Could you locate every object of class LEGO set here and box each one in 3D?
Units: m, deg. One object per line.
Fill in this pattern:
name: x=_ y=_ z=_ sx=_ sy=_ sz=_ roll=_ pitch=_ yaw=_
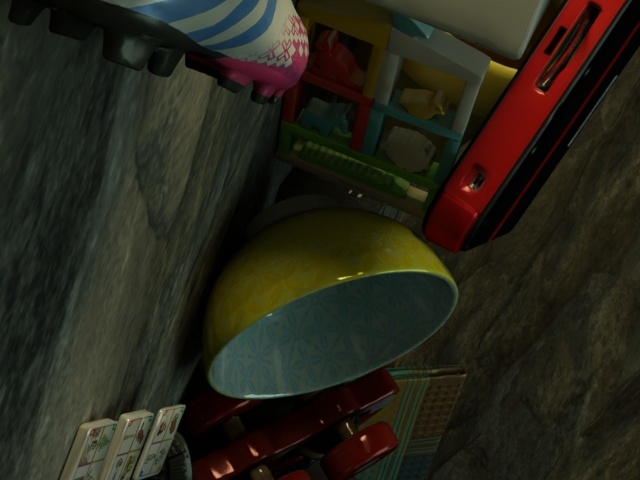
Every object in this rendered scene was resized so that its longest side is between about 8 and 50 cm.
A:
LEGO set: x=-0.226 y=0.264 z=1.157 sx=0.182 sy=0.060 sz=0.244 roll=1 pitch=111 yaw=-69

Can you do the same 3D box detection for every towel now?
towel: x=0.005 y=0.279 z=1.740 sx=0.040 sy=0.370 sz=0.271 roll=-115 pitch=-149 yaw=-44

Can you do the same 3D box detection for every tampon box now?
tampon box: x=0.000 y=0.000 z=1.550 sx=0.101 sy=0.120 sz=0.161 roll=-54 pitch=166 yaw=-57

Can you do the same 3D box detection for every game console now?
game console: x=0.264 y=-0.159 z=1.377 sx=0.387 sy=0.060 sz=0.342 roll=-57 pitch=168 yaw=16

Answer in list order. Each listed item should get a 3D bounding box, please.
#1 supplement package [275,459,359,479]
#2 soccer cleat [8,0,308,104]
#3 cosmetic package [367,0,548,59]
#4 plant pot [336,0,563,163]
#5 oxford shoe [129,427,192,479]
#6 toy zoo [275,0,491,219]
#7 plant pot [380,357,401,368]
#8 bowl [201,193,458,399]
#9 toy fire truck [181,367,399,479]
supplement package: x=-0.031 y=0.400 z=1.595 sx=0.262 sy=0.204 sz=0.145 roll=180 pitch=-109 yaw=-77
soccer cleat: x=-0.057 y=-0.160 z=0.682 sx=0.331 sy=0.116 sz=0.143 roll=-22 pitch=135 yaw=-79
cosmetic package: x=0.106 y=-0.286 z=1.031 sx=0.224 sy=0.224 sz=0.138 roll=-57 pitch=168 yaw=-54
plant pot: x=0.144 y=-0.220 z=1.517 sx=0.239 sy=0.254 sz=0.254 roll=-52 pitch=-175 yaw=45
oxford shoe: x=-0.186 y=0.274 z=1.321 sx=0.096 sy=0.082 sz=0.227 roll=-96 pitch=-161 yaw=-56
toy zoo: x=0.058 y=-0.144 z=1.249 sx=0.293 sy=0.192 sz=0.030 roll=101 pitch=14 yaw=-56
plant pot: x=0.043 y=0.083 z=1.796 sx=0.291 sy=0.203 sz=0.291 roll=23 pitch=90 yaw=-82
bowl: x=-0.010 y=0.044 z=1.368 sx=0.289 sy=0.289 sz=0.156 roll=99 pitch=-27 yaw=-61
toy fire truck: x=-0.054 y=0.259 z=1.555 sx=0.302 sy=0.169 sz=0.254 roll=-25 pitch=166 yaw=-27
